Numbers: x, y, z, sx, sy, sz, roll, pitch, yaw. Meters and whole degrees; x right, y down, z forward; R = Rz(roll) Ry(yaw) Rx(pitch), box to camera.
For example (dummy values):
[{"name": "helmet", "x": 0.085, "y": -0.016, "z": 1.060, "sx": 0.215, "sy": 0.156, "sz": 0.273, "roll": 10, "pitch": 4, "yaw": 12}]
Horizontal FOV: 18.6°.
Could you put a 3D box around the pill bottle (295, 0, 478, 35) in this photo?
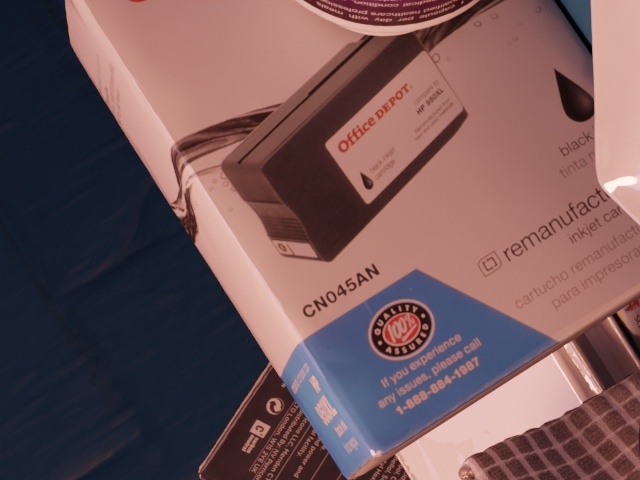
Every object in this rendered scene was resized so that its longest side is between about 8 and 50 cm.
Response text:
[{"name": "pill bottle", "x": 0.041, "y": -0.238, "z": 1.158, "sx": 0.181, "sy": 0.181, "sz": 0.323, "roll": 56, "pitch": 170, "yaw": 14}]

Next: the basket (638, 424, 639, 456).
[{"name": "basket", "x": 0.256, "y": 0.076, "z": 0.929, "sx": 0.204, "sy": 0.154, "sz": 0.227, "roll": 37, "pitch": 158, "yaw": 21}]

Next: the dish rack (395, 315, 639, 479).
[{"name": "dish rack", "x": 0.148, "y": 0.148, "z": 1.620, "sx": 0.285, "sy": 0.072, "sz": 0.333, "roll": -34, "pitch": 88, "yaw": 47}]

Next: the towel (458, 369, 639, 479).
[{"name": "towel", "x": 0.253, "y": 0.219, "z": 1.387, "sx": 0.283, "sy": 0.235, "sz": 0.121, "roll": 51, "pitch": 165, "yaw": 35}]

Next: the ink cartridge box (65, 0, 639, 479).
[{"name": "ink cartridge box", "x": 0.038, "y": -0.076, "z": 1.382, "sx": 0.395, "sy": 0.285, "sz": 0.166, "roll": 57, "pitch": 170, "yaw": 8}]

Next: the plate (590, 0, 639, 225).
[{"name": "plate", "x": 0.257, "y": -0.025, "z": 1.070, "sx": 0.278, "sy": 0.045, "sz": 0.277, "roll": 46, "pitch": 166, "yaw": 27}]

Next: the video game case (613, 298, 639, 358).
[{"name": "video game case", "x": 0.188, "y": -0.015, "z": 1.616, "sx": 0.206, "sy": 0.026, "sz": 0.227, "roll": 62, "pitch": 170, "yaw": -23}]

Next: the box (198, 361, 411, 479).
[{"name": "box", "x": 0.110, "y": 0.302, "z": 2.044, "sx": 0.395, "sy": 0.212, "sz": 0.293, "roll": 25, "pitch": 157, "yaw": 20}]
